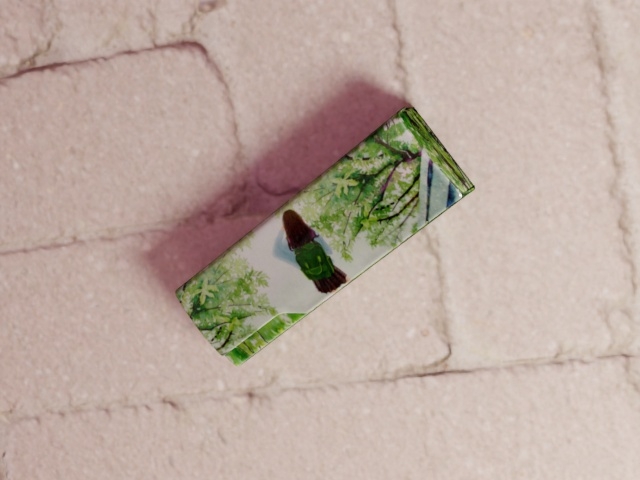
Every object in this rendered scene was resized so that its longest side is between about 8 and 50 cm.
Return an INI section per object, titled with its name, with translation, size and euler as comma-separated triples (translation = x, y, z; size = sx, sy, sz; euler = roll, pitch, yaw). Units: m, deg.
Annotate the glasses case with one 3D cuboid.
[glasses case]
translation = 0.000, 0.000, 1.344
size = 0.272, 0.062, 0.095
euler = -39, 87, 22
